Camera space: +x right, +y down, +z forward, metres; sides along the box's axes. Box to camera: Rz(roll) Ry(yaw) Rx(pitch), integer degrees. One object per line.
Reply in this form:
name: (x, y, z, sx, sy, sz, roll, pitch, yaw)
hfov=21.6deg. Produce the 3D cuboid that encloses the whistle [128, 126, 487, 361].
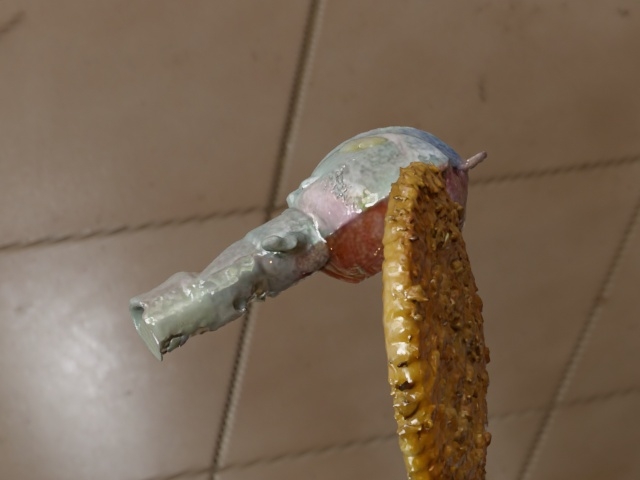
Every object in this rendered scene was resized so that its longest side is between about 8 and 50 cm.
whistle: (0.001, 0.001, 1.448, 0.346, 0.142, 0.133, -29, 105, -17)

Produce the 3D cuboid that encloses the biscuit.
biscuit: (0.084, 0.070, 1.149, 0.035, 0.254, 0.254, -7, 146, 14)
